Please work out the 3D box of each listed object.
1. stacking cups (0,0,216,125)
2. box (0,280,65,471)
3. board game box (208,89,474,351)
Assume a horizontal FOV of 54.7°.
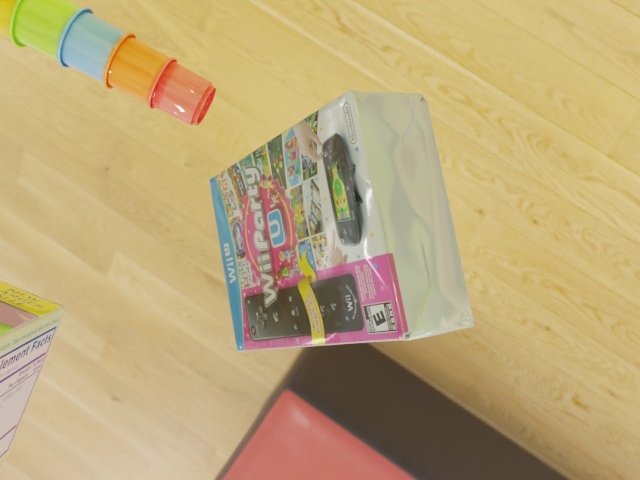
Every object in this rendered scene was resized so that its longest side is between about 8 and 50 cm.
[{"bbox_3d":[-0.289,-0.247,0.794,0.316,0.096,0.096,27,122,-3],"label":"stacking cups"},{"bbox_3d":[-0.307,0.116,0.351,0.214,0.117,0.242,23,93,-3],"label":"box"},{"bbox_3d":[0.000,0.000,0.664,0.303,0.098,0.224,-18,81,55],"label":"board game box"}]
